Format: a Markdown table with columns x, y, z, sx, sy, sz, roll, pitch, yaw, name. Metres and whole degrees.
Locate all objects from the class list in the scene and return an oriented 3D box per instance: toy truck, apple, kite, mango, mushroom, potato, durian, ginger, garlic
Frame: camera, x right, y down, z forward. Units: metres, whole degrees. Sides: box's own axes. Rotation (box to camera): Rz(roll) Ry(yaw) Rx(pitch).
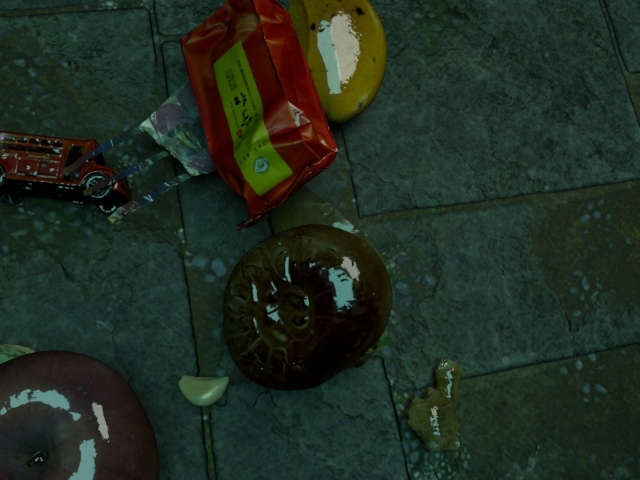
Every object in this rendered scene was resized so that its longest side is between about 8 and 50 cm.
| x | y | z | sx | sy | sz | roll | pitch | yaw | name |
| --- | --- | --- | --- | --- | --- | --- | --- | --- | --- |
| -0.454 | -0.118 | 1.003 | 0.253 | 0.107 | 0.114 | 5 | 76 | -8 | toy truck |
| -0.378 | 0.308 | 0.837 | 0.306 | 0.235 | 0.305 | 3 | 70 | -8 | apple |
| -0.256 | -0.160 | 1.028 | 0.204 | 0.022 | 0.360 | 47 | 52 | -1 | kite |
| 0.035 | -0.353 | 1.117 | 0.191 | 0.160 | 0.290 | 5 | 73 | -26 | mango |
| -0.022 | 0.117 | 0.959 | 0.278 | 0.163 | 0.297 | 45 | 101 | -2 | mushroom |
| -0.001 | -0.002 | 1.048 | 0.261 | 0.100 | 0.120 | 42 | 73 | 4 | potato |
| -0.504 | 0.189 | 0.938 | 0.131 | 0.066 | 0.052 | 13 | 73 | 4 | durian |
| 0.198 | 0.285 | 1.025 | 0.096 | 0.067 | 0.165 | 13 | 61 | -6 | ginger |
| -0.198 | 0.251 | 0.983 | 0.084 | 0.041 | 0.053 | 6 | 69 | 0 | garlic |

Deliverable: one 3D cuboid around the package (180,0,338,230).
| x | y | z | sx | sy | sz | roll | pitch | yaw | name |
| --- | --- | --- | --- | --- | --- | --- | --- | --- | --- |
| -0.110 | -0.236 | 1.021 | 0.196 | 0.123 | 0.423 | -30 | 67 | 29 | package |
